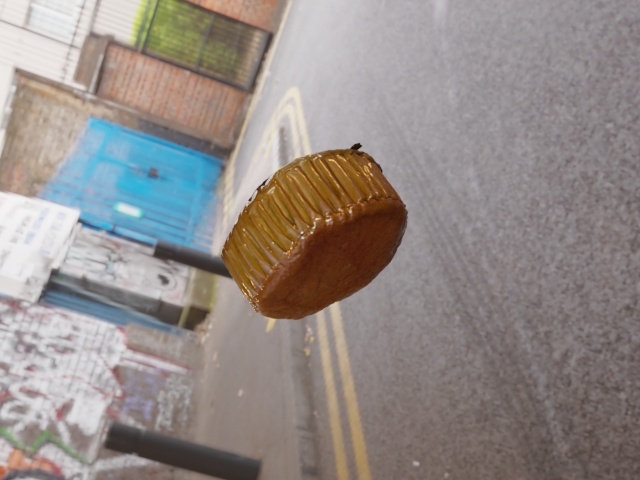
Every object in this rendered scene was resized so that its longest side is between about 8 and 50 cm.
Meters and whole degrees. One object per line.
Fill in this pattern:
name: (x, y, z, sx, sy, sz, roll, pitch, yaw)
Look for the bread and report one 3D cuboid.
bread: (-0.001, 0.000, 0.898, 0.104, 0.199, 0.199, 58, 140, 27)
